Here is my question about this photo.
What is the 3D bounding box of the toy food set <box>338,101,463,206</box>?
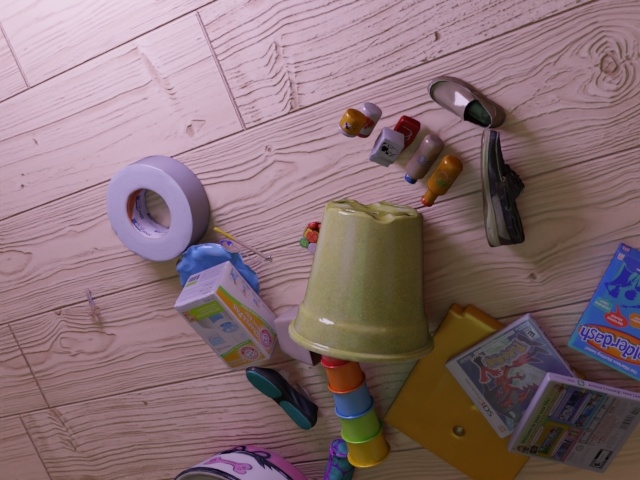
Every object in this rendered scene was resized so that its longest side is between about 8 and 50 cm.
[{"bbox_3d":[0.128,-0.158,1.556,0.232,0.111,0.104,21,127,-14],"label":"toy food set"}]

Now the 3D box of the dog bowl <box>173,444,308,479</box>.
[{"bbox_3d":[-0.145,0.644,1.962,0.408,0.150,0.408,18,124,28],"label":"dog bowl"}]

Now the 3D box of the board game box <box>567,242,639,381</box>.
[{"bbox_3d":[0.551,0.131,1.516,0.160,0.047,0.210,26,120,14],"label":"board game box"}]

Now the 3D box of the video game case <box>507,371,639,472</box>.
[{"bbox_3d":[0.471,0.338,1.596,0.193,0.023,0.212,13,129,-3],"label":"video game case"}]

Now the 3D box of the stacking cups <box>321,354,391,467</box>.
[{"bbox_3d":[0.057,0.313,1.776,0.096,0.096,0.316,-7,115,28],"label":"stacking cups"}]

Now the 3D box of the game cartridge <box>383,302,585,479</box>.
[{"bbox_3d":[0.314,0.310,1.706,0.285,0.053,0.323,32,118,11],"label":"game cartridge"}]

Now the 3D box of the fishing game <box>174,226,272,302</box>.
[{"bbox_3d":[-0.217,0.077,1.849,0.189,0.041,0.264,27,131,-3],"label":"fishing game"}]

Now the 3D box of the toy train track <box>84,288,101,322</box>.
[{"bbox_3d":[-0.542,0.154,2.069,0.048,0.014,0.083,-11,99,36],"label":"toy train track"}]

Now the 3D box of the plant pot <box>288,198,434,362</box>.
[{"bbox_3d":[0.086,0.061,1.605,0.276,0.276,0.254,10,103,22],"label":"plant pot"}]

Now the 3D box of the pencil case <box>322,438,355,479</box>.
[{"bbox_3d":[0.036,0.509,1.904,0.064,0.070,0.151,51,134,51],"label":"pencil case"}]

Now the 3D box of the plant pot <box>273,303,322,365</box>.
[{"bbox_3d":[-0.032,0.185,1.788,0.096,0.109,0.109,-2,110,39],"label":"plant pot"}]

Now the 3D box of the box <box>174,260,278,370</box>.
[{"bbox_3d":[-0.188,0.160,1.815,0.114,0.103,0.203,-20,120,30],"label":"box"}]

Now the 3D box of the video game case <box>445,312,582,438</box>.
[{"bbox_3d":[0.364,0.256,1.621,0.201,0.023,0.183,-37,91,30],"label":"video game case"}]

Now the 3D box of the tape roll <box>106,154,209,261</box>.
[{"bbox_3d":[-0.348,-0.068,1.851,0.219,0.072,0.219,9,114,21],"label":"tape roll"}]

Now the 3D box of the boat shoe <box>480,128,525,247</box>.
[{"bbox_3d":[0.322,-0.091,1.521,0.073,0.080,0.223,-2,117,16],"label":"boat shoe"}]

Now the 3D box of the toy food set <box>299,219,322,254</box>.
[{"bbox_3d":[0.000,0.000,1.742,0.083,0.020,0.082,34,121,9],"label":"toy food set"}]

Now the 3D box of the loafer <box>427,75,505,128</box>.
[{"bbox_3d":[0.251,-0.240,1.506,0.148,0.050,0.056,27,118,12],"label":"loafer"}]

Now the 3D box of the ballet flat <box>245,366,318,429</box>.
[{"bbox_3d":[-0.078,0.323,1.869,0.074,0.074,0.203,-34,109,32],"label":"ballet flat"}]
